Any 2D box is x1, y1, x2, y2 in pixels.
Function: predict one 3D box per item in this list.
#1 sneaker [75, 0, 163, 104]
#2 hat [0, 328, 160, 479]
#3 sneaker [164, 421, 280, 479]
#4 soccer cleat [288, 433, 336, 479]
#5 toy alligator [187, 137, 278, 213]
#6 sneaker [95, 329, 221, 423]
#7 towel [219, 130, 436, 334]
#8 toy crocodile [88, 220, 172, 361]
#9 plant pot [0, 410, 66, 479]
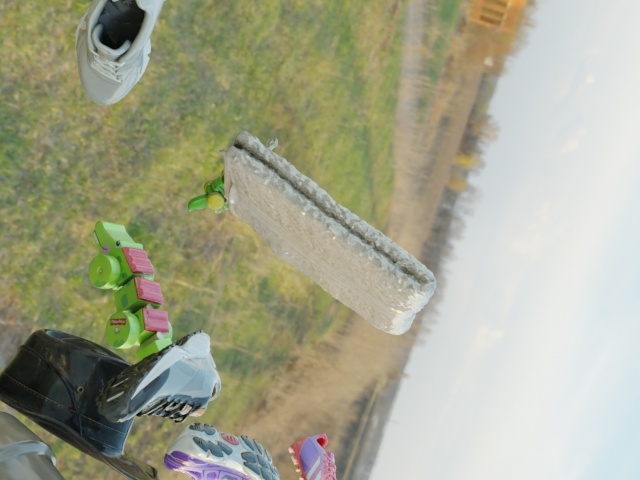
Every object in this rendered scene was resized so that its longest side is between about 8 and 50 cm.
[{"bbox_3d":[-0.254,-0.244,1.032,0.262,0.099,0.121,126,-18,-48],"label":"sneaker"},{"bbox_3d":[-0.336,0.205,1.187,0.134,0.331,0.331,-59,169,-17],"label":"hat"},{"bbox_3d":[-0.119,0.277,1.047,0.071,0.170,0.068,-46,-147,17],"label":"sneaker"},{"bbox_3d":[0.001,0.508,1.846,0.248,0.095,0.083,-127,-166,-62],"label":"soccer cleat"},{"bbox_3d":[-0.134,-0.096,1.410,0.189,0.051,0.056,-36,-146,7],"label":"toy alligator"},{"bbox_3d":[-0.198,0.195,1.130,0.100,0.108,0.271,-28,177,16],"label":"sneaker"},{"bbox_3d":[0.000,0.000,0.976,0.049,0.282,0.187,-51,171,-17],"label":"towel"},{"bbox_3d":[-0.340,0.101,1.580,0.105,0.340,0.115,-37,150,23],"label":"toy crocodile"},{"bbox_3d":[-0.335,0.392,0.895,0.323,0.280,0.323,-52,163,-23],"label":"plant pot"}]
